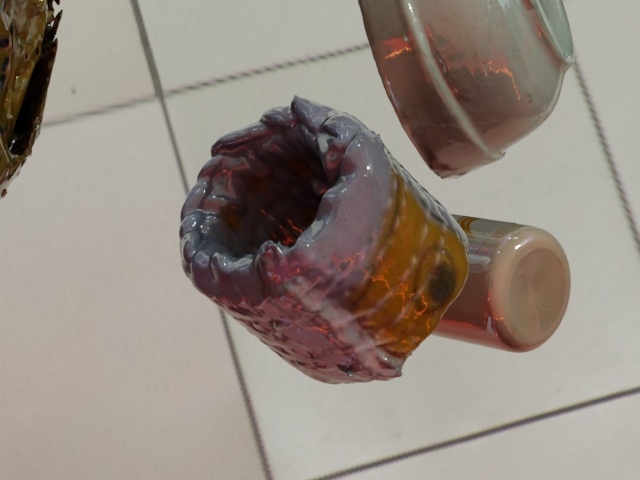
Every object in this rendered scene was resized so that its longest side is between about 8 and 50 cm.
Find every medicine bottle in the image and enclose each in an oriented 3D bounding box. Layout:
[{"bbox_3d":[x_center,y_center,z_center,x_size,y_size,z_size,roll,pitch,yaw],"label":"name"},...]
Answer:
[{"bbox_3d":[0.101,0.030,1.388,0.114,0.252,0.114,-7,101,-42],"label":"medicine bottle"}]

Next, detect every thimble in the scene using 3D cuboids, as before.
[{"bbox_3d":[-0.002,0.001,0.848,0.118,0.151,0.127,40,77,-33],"label":"thimble"}]

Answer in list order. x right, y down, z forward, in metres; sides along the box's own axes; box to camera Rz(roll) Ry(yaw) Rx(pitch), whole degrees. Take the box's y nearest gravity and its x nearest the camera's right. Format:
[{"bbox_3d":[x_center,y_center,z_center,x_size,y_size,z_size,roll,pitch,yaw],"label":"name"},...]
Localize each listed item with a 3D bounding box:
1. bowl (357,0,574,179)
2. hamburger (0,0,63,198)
[{"bbox_3d":[0.164,-0.233,1.604,0.163,0.307,0.307,-19,75,21],"label":"bowl"},{"bbox_3d":[-0.154,-0.095,0.552,0.113,0.177,0.185,3,35,19],"label":"hamburger"}]
